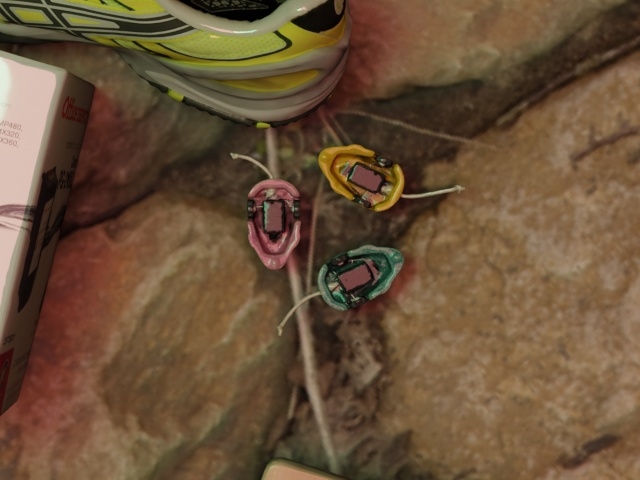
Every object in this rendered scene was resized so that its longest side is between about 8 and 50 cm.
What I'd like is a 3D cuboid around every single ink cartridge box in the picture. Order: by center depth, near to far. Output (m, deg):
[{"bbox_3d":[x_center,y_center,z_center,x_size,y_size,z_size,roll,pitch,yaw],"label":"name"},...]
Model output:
[{"bbox_3d":[-0.228,-0.007,1.095,0.100,0.172,0.237,14,92,-3],"label":"ink cartridge box"}]

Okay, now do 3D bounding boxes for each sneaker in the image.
[{"bbox_3d":[-0.156,-0.200,1.085,0.384,0.147,0.145,15,69,-6],"label":"sneaker"}]

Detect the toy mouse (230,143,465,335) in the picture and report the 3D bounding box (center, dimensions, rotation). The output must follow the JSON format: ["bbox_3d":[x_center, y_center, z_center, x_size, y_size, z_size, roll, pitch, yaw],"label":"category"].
[{"bbox_3d":[0.000,0.000,1.169,0.161,0.031,0.143,21,91,-1],"label":"toy mouse"}]

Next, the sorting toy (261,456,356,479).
[{"bbox_3d":[0.048,0.303,1.153,0.255,0.089,0.257,18,92,-1],"label":"sorting toy"}]
